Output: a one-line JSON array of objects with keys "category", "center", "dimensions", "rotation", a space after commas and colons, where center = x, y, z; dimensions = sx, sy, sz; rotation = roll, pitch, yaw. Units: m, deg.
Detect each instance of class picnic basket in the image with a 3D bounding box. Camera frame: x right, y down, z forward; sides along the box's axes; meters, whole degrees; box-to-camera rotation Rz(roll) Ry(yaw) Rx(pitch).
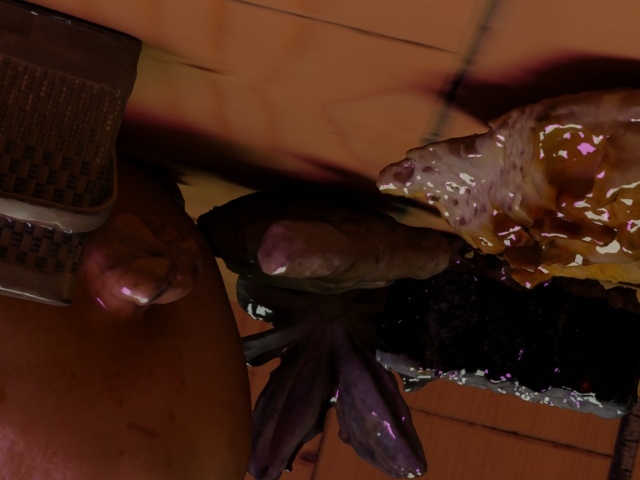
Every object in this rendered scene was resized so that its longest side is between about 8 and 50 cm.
[{"category": "picnic basket", "center": [-0.214, -0.052, 0.997], "dimensions": [0.165, 0.139, 0.266], "rotation": [16, 174, -20]}]

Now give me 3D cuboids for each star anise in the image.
[{"category": "star anise", "center": [0.008, 0.100, 1.526], "dimensions": [0.198, 0.257, 0.110], "rotation": [14, 144, -13]}]

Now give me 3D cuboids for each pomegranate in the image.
[{"category": "pomegranate", "center": [-0.227, 0.093, 1.285], "dimensions": [0.411, 0.411, 0.411], "rotation": [14, 175, 1]}]

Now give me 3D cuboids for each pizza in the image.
[{"category": "pizza", "center": [0.134, -0.017, 0.817], "dimensions": [0.182, 0.074, 0.365], "rotation": [6, 176, -18]}]

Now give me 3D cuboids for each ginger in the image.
[{"category": "ginger", "center": [-0.001, 0.000, 1.350], "dimensions": [0.166, 0.080, 0.333], "rotation": [1, 177, -16]}]

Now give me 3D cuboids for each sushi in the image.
[{"category": "sushi", "center": [0.149, 0.065, 1.419], "dimensions": [0.212, 0.115, 0.147], "rotation": [12, 177, 14]}]

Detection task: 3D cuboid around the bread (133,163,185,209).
[{"category": "bread", "center": [-0.170, -0.045, 1.492], "dimensions": [0.126, 0.044, 0.129], "rotation": [7, 172, 0]}]
